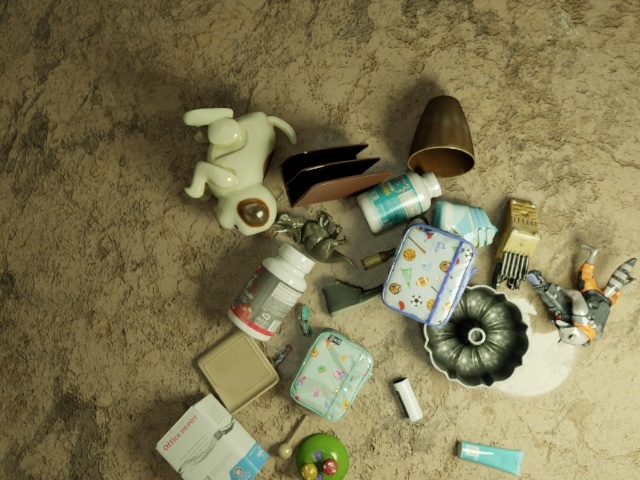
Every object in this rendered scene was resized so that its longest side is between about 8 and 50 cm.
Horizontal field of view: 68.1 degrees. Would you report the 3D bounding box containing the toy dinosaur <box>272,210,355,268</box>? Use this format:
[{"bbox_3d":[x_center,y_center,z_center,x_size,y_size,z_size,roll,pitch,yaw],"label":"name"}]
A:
[{"bbox_3d":[0.000,0.000,1.657,0.313,0.121,0.160,44,104,4],"label":"toy dinosaur"}]

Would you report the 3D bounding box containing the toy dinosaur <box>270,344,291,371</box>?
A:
[{"bbox_3d":[-0.136,0.408,1.677,0.082,0.047,0.090,-23,117,-4],"label":"toy dinosaur"}]

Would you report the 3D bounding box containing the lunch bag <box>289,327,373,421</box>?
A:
[{"bbox_3d":[0.044,0.450,1.603,0.224,0.108,0.279,29,90,9],"label":"lunch bag"}]

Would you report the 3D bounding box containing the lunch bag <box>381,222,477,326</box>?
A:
[{"bbox_3d":[0.341,0.100,1.465,0.243,0.115,0.303,24,95,18],"label":"lunch bag"}]

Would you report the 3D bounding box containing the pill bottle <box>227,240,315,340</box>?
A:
[{"bbox_3d":[-0.159,0.168,1.619,0.176,0.176,0.318,35,91,9],"label":"pill bottle"}]

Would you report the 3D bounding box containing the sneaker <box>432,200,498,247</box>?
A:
[{"bbox_3d":[0.480,0.031,1.573,0.209,0.127,0.318,2,98,-3],"label":"sneaker"}]

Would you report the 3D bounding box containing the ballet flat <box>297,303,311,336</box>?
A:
[{"bbox_3d":[-0.060,0.283,1.667,0.041,0.041,0.114,-9,84,7],"label":"ballet flat"}]

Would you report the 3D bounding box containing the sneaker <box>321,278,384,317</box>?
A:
[{"bbox_3d":[0.114,0.171,1.628,0.222,0.083,0.118,-24,83,6],"label":"sneaker"}]

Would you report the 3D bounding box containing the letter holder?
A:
[{"bbox_3d":[0.054,-0.230,1.535,0.302,0.214,0.151,-13,82,-27],"label":"letter holder"}]

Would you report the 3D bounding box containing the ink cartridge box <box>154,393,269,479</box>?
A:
[{"bbox_3d":[-0.368,0.722,1.621,0.307,0.129,0.223,44,99,8],"label":"ink cartridge box"}]

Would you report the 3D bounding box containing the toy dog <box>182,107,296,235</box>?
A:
[{"bbox_3d":[-0.271,-0.218,1.643,0.396,0.284,0.407,-7,86,-13],"label":"toy dog"}]

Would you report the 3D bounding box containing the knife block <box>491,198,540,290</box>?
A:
[{"bbox_3d":[0.638,0.030,1.579,0.088,0.241,0.275,15,43,8],"label":"knife block"}]

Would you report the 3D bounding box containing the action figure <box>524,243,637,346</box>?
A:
[{"bbox_3d":[0.808,0.168,1.455,0.341,0.179,0.330,39,73,-17],"label":"action figure"}]

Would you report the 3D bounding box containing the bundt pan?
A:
[{"bbox_3d":[0.497,0.305,1.546,0.332,0.124,0.330,-1,86,7],"label":"bundt pan"}]

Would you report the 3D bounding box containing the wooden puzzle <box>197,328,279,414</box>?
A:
[{"bbox_3d":[-0.292,0.459,1.686,0.221,0.044,0.238,-37,77,4],"label":"wooden puzzle"}]

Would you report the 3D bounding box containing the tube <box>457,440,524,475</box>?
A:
[{"bbox_3d":[0.556,0.706,1.548,0.207,0.052,0.080,13,92,3],"label":"tube"}]

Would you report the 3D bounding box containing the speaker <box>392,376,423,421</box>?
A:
[{"bbox_3d":[0.293,0.532,1.590,0.055,0.055,0.136,-23,84,5],"label":"speaker"}]

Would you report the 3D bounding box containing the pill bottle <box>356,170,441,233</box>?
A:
[{"bbox_3d":[0.267,-0.138,1.599,0.264,0.146,0.146,-25,83,4],"label":"pill bottle"}]

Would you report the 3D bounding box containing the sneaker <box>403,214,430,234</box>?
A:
[{"bbox_3d":[0.314,0.045,1.599,0.101,0.108,0.271,13,86,10],"label":"sneaker"}]

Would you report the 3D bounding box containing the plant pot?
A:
[{"bbox_3d":[0.405,-0.357,1.582,0.216,0.215,0.230,4,72,8],"label":"plant pot"}]

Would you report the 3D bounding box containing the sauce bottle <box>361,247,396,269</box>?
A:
[{"bbox_3d":[0.205,0.062,1.645,0.128,0.042,0.042,-22,83,4],"label":"sauce bottle"}]

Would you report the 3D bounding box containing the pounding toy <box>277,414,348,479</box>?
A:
[{"bbox_3d":[-0.020,0.737,1.590,0.237,0.110,0.183,40,91,8],"label":"pounding toy"}]
